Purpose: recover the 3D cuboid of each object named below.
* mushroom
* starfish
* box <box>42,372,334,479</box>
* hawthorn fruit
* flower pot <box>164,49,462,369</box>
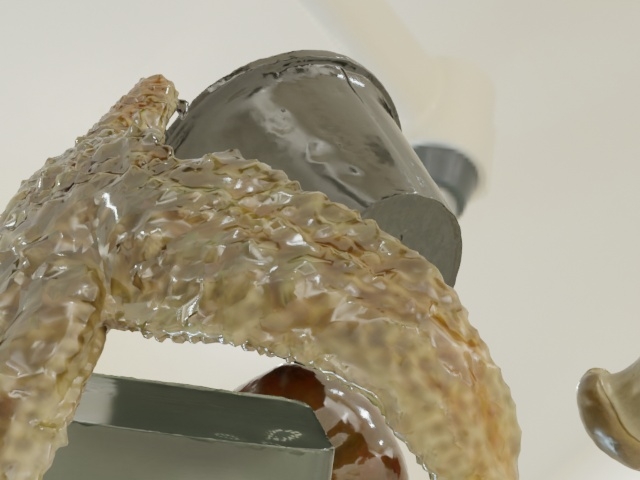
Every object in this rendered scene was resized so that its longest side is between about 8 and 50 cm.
[{"bbox_3d":[0.368,0.072,1.061,0.128,0.128,0.350,31,-62,-22],"label":"mushroom"},{"bbox_3d":[-0.099,0.058,0.479,0.398,0.384,0.132,16,-30,47],"label":"starfish"},{"bbox_3d":[-0.105,0.167,0.766,0.243,0.163,0.135,8,-83,-10],"label":"box"},{"bbox_3d":[-0.020,0.217,1.069,0.199,0.200,0.251,9,-16,2],"label":"hawthorn fruit"},{"bbox_3d":[0.000,0.000,0.952,0.269,0.166,0.269,-20,-51,-27],"label":"flower pot"}]
